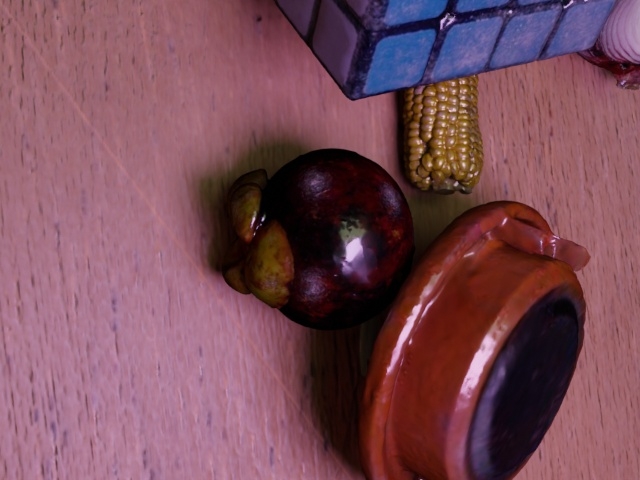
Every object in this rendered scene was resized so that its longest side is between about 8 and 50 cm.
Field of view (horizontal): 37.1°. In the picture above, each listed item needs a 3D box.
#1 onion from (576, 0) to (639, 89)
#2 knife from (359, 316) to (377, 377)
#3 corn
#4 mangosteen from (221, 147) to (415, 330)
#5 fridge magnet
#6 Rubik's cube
[{"bbox_3d":[0.398,-0.282,1.263,0.205,0.098,0.151,-9,114,-34],"label":"onion"},{"bbox_3d":[0.064,0.060,1.130,0.030,0.014,0.207,7,84,-24],"label":"knife"},{"bbox_3d":[0.149,-0.200,1.137,0.101,0.101,0.292,5,86,-26],"label":"corn"},{"bbox_3d":[0.000,0.000,1.002,0.209,0.210,0.210,1,87,-26],"label":"mangosteen"},{"bbox_3d":[0.171,0.133,1.046,0.363,0.155,0.364,-31,132,-41],"label":"fridge magnet"},{"bbox_3d":[0.120,-0.388,0.936,0.337,0.344,0.344,-17,55,-25],"label":"Rubik's cube"}]
